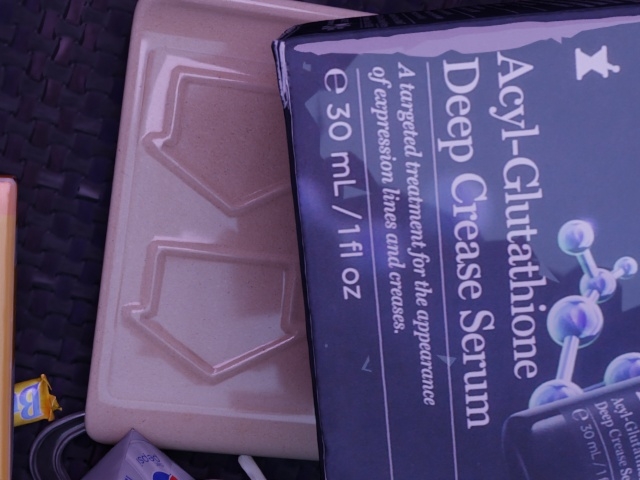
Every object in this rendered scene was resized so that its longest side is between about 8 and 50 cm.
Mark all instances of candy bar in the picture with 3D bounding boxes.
[{"bbox_3d":[-0.277,0.137,0.832,0.161,0.018,0.040,-14,104,-13],"label":"candy bar"}]

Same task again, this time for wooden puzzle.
[{"bbox_3d":[0.000,0.000,0.848,0.322,0.080,0.348,7,101,-12],"label":"wooden puzzle"}]

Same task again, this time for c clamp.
[{"bbox_3d":[-0.148,0.193,0.882,0.137,0.022,0.161,-31,109,-4],"label":"c clamp"}]

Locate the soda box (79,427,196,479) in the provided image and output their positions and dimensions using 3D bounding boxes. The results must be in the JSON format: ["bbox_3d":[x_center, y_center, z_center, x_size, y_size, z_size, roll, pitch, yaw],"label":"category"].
[{"bbox_3d":[-0.202,0.276,0.801,0.091,0.098,0.286,43,100,-13],"label":"soda box"}]

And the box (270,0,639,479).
[{"bbox_3d":[0.185,-0.004,0.693,0.395,0.212,0.293,-5,103,2],"label":"box"}]

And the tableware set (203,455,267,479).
[{"bbox_3d":[-0.053,0.277,0.867,0.128,0.039,0.194,-37,94,-2],"label":"tableware set"}]

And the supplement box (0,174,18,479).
[{"bbox_3d":[-0.255,0.069,0.783,0.078,0.080,0.233,2,92,-14],"label":"supplement box"}]
